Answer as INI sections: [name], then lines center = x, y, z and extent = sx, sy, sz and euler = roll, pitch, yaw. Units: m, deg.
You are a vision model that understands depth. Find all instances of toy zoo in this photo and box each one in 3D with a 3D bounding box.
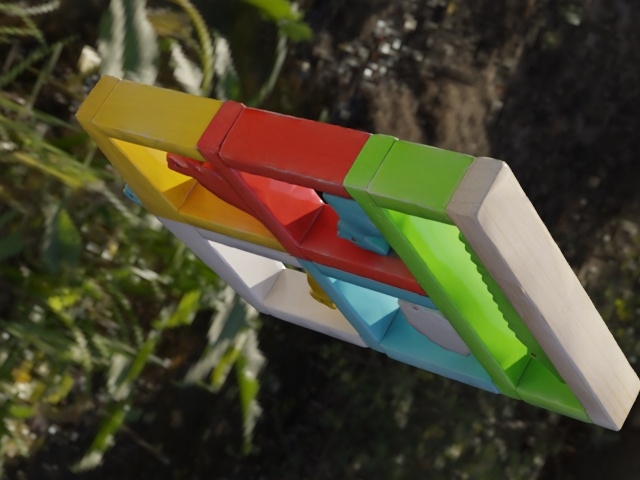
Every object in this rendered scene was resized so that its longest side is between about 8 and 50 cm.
[toy zoo]
center = 0.000, 0.000, 0.702
extent = 0.030, 0.293, 0.192
euler = -59, 139, -18
